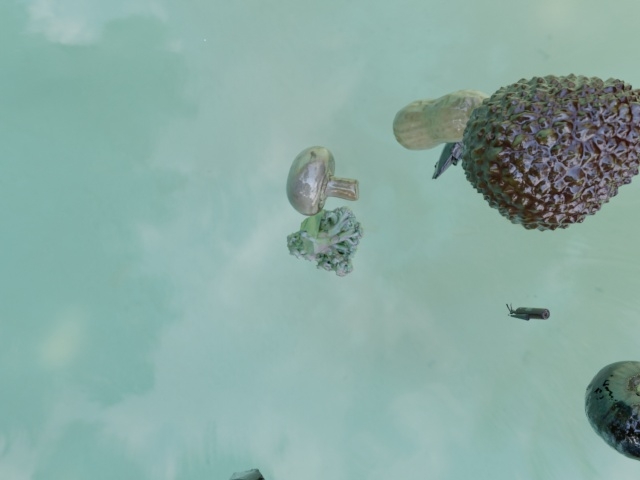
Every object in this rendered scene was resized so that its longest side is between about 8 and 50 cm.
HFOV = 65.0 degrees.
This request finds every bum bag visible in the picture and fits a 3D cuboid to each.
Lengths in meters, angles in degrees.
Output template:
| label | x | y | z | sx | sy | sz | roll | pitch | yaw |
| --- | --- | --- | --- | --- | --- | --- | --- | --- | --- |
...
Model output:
| label | x | y | z | sx | sy | sz | roll | pitch | yaw |
| --- | --- | --- | --- | --- | --- | --- | --- | --- | --- |
| bum bag | 0.384 | -0.277 | 1.410 | 0.060 | 0.123 | 0.248 | 21 | 121 | 0 |

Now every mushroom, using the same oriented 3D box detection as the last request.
| label | x | y | z | sx | sy | sz | roll | pitch | yaw |
| --- | --- | --- | --- | --- | --- | --- | --- | --- | --- |
| mushroom | 0.011 | -0.164 | 1.452 | 0.215 | 0.207 | 0.207 | 14 | 110 | 14 |

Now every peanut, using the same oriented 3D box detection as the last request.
| label | x | y | z | sx | sy | sz | roll | pitch | yaw |
| --- | --- | --- | --- | --- | --- | --- | --- | --- | --- |
| peanut | 0.272 | -0.269 | 1.110 | 0.124 | 0.257 | 0.123 | 2 | 87 | -38 |

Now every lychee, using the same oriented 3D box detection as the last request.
| label | x | y | z | sx | sy | sz | roll | pitch | yaw |
| --- | --- | --- | --- | --- | --- | --- | --- | --- | --- |
| lychee | 0.364 | -0.142 | 0.767 | 0.272 | 0.271 | 0.271 | -5 | 112 | -11 |

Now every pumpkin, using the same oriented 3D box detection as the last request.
| label | x | y | z | sx | sy | sz | roll | pitch | yaw |
| --- | --- | --- | --- | --- | --- | --- | --- | --- | --- |
| pumpkin | 0.719 | 0.377 | 1.117 | 0.233 | 0.233 | 0.163 | -19 | 122 | -5 |

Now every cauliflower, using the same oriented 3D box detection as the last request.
| label | x | y | z | sx | sy | sz | roll | pitch | yaw |
| --- | --- | --- | --- | --- | --- | --- | --- | --- | --- |
| cauliflower | 0.000 | 0.000 | 1.652 | 0.257 | 0.315 | 0.238 | 7 | 97 | 21 |

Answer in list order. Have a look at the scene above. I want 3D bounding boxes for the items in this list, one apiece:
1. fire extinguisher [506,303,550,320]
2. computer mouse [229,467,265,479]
| label | x | y | z | sx | sy | sz | roll | pitch | yaw |
| --- | --- | --- | --- | --- | --- | --- | --- | --- | --- |
| fire extinguisher | 0.428 | 0.157 | 1.058 | 0.046 | 0.100 | 0.032 | -40 | 104 | -25 |
| computer mouse | -0.167 | 0.593 | 1.086 | 0.087 | 0.295 | 0.168 | -9 | 71 | -24 |
